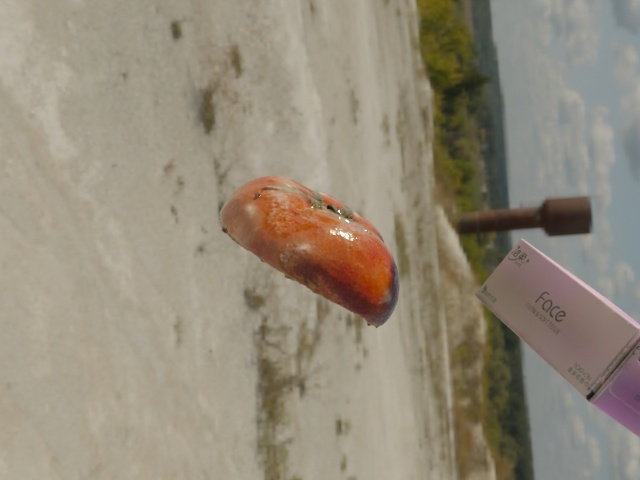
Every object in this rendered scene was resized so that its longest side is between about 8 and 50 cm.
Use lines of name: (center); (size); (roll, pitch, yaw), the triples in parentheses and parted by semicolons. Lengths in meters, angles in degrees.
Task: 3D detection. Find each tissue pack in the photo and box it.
tissue pack: (0.291, 0.108, 1.089); (0.149, 0.092, 0.246); (34, 8, -30)

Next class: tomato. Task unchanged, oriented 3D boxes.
tomato: (0.000, 0.000, 1.186); (0.095, 0.237, 0.237); (-56, 172, 7)
